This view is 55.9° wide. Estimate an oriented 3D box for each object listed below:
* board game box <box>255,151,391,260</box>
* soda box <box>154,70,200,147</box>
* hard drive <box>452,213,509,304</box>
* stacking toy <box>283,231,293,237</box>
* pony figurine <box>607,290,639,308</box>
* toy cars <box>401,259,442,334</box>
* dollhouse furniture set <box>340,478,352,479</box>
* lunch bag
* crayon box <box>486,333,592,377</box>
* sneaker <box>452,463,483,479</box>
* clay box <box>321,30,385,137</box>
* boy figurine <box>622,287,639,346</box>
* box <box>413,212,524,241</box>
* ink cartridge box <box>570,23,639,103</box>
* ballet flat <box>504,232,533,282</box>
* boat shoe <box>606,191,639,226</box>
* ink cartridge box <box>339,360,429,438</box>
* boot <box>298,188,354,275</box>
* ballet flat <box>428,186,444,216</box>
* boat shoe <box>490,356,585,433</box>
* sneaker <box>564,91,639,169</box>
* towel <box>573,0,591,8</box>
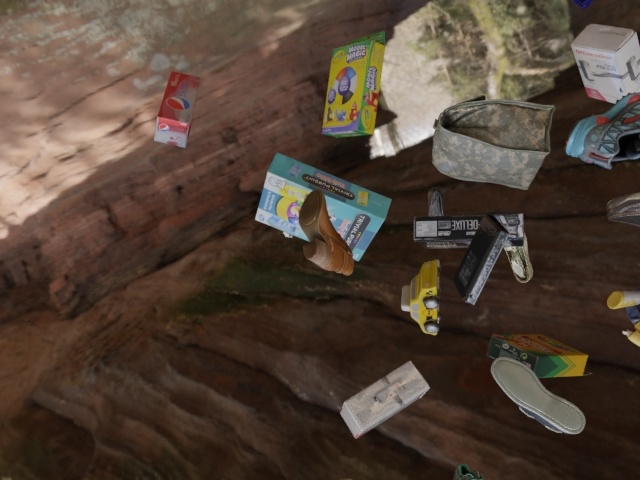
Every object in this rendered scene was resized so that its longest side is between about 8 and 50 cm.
[{"bbox_3d":[-0.002,-0.086,1.707,0.253,0.336,0.079,115,-3,-59],"label":"board game box"},{"bbox_3d":[-0.403,-0.377,1.711,0.092,0.083,0.263,11,-138,-13],"label":"soda box"},{"bbox_3d":[0.269,0.029,1.020,0.022,0.135,0.094,19,-161,-6],"label":"hard drive"},{"bbox_3d":[0.000,0.000,2.005,0.167,0.052,0.221,6,162,33],"label":"stacking toy"},{"bbox_3d":[0.992,0.115,1.570,0.364,0.351,0.302,16,-151,-23],"label":"pony figurine"},{"bbox_3d":[0.251,0.134,1.477,0.087,0.176,0.394,1,179,12],"label":"toy cars"},{"bbox_3d":[0.198,0.768,1.452,0.303,0.355,0.174,-16,-170,29],"label":"dollhouse furniture set"},{"bbox_3d":[0.438,-0.262,1.595,0.287,0.168,0.235,9,163,9],"label":"lunch bag"},{"bbox_3d":[0.758,0.391,2.066,0.319,0.081,0.202,6,-170,-33],"label":"crayon box"},{"bbox_3d":[0.356,0.569,1.386,0.065,0.076,0.166,6,-178,-26],"label":"sneaker"},{"bbox_3d":[0.071,-0.339,1.307,0.053,0.221,0.127,6,180,-37],"label":"clay box"},{"bbox_3d":[1.174,0.315,2.146,0.177,0.285,0.092,-24,144,17],"label":"boy figurine"},{"bbox_3d":[0.451,-0.025,1.816,0.308,0.076,0.242,-2,173,18],"label":"box"},{"bbox_3d":[0.840,-0.506,1.747,0.092,0.218,0.158,-45,-141,-6],"label":"ink cartridge box"},{"bbox_3d":[0.679,0.036,2.099,0.086,0.248,0.086,-23,-168,5],"label":"ballet flat"},{"bbox_3d":[0.762,-0.022,1.203,0.356,0.130,0.132,7,173,13],"label":"boat shoe"},{"bbox_3d":[0.221,0.562,2.123,0.283,0.117,0.207,-28,158,-16],"label":"ink cartridge box"},{"bbox_3d":[0.021,-0.015,1.469,0.073,0.197,0.152,-16,152,37],"label":"boot"},{"bbox_3d":[0.409,-0.104,2.139,0.058,0.173,0.049,-9,-161,9],"label":"ballet flat"},{"bbox_3d":[0.616,0.459,1.759,0.114,0.302,0.091,-45,168,-19],"label":"boat shoe"},{"bbox_3d":[0.620,-0.209,1.221,0.262,0.104,0.125,-28,-130,-21],"label":"sneaker"},{"bbox_3d":[0.812,-0.841,1.709,0.076,0.308,0.228,28,-169,25],"label":"towel"}]
